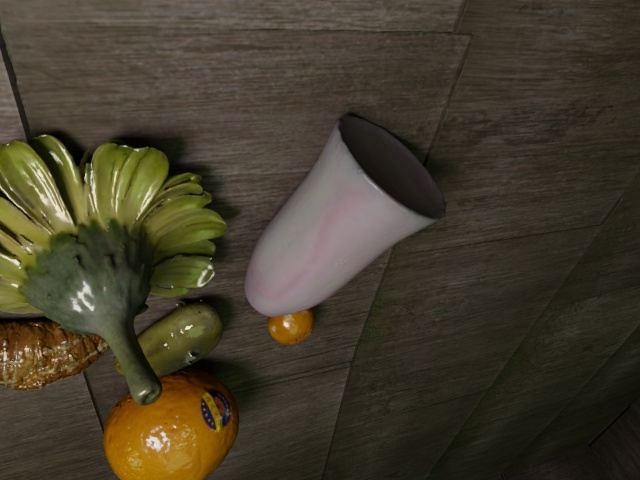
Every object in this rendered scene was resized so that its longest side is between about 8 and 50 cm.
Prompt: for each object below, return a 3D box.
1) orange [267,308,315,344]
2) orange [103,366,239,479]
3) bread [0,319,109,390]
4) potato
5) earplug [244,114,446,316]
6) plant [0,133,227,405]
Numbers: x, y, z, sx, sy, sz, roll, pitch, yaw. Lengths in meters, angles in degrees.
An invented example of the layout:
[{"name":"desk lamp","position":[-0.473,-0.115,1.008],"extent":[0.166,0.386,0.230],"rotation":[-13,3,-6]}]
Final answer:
[{"name":"orange","position":[-0.048,0.137,0.872],"extent":[0.083,0.070,0.083],"rotation":[-17,143,-13]},{"name":"orange","position":[-0.243,0.313,0.857],"extent":[0.219,0.193,0.219],"rotation":[-19,179,0]},{"name":"bread","position":[-0.406,0.159,0.710],"extent":[0.232,0.076,0.105],"rotation":[6,128,-30]},{"name":"potato","position":[-0.229,0.160,0.795],"extent":[0.188,0.085,0.105],"rotation":[-26,138,8]},{"name":"earplug","position":[0.000,0.000,0.699],"extent":[0.172,0.172,0.301],"rotation":[16,131,-38]},{"name":"plant","position":[-0.242,0.049,0.596],"extent":[0.305,0.297,0.261],"rotation":[-35,172,-13]}]
